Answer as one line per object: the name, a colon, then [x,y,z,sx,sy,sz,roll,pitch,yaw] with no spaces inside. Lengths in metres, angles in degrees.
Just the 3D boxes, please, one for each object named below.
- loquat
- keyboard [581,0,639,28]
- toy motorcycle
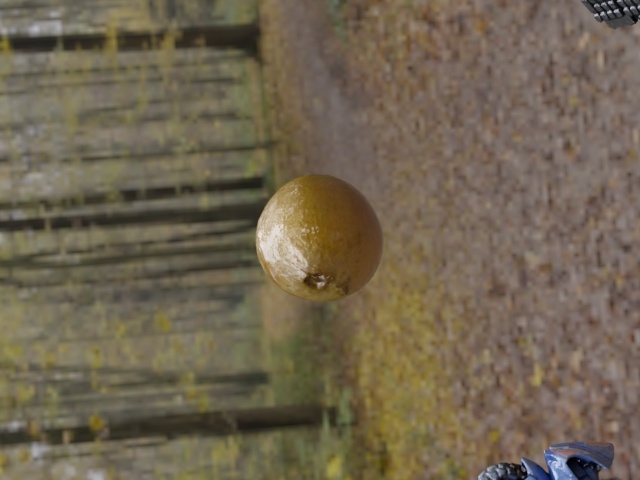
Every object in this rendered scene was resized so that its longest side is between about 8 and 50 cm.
loquat: [0.000,0.000,1.474,0.141,0.141,0.141,176,90,-86]
keyboard: [0.252,-0.182,1.014,0.018,0.060,0.195,-58,22,-13]
toy motorcycle: [0.217,0.223,1.072,0.114,0.205,0.076,-52,-10,0]
